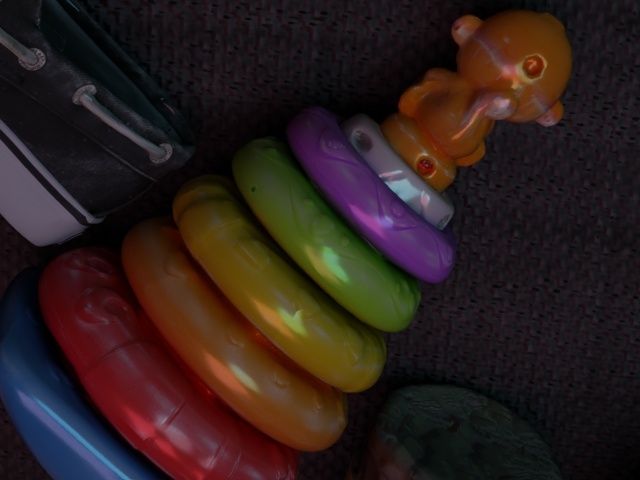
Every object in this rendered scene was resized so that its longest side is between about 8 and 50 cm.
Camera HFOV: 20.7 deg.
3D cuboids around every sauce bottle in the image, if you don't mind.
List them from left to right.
[{"bbox_3d":[0.027,0.243,0.965,0.111,0.111,0.344,15,118,-6],"label":"sauce bottle"}]

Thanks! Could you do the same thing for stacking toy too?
[{"bbox_3d":[0.000,0.000,0.828,0.175,0.166,0.302,43,100,-13],"label":"stacking toy"}]

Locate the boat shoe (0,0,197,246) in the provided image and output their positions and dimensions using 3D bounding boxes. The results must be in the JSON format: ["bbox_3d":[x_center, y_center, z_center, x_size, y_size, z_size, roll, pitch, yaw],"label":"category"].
[{"bbox_3d":[-0.156,-0.118,0.755,0.105,0.113,0.306,-27,127,11],"label":"boat shoe"}]
